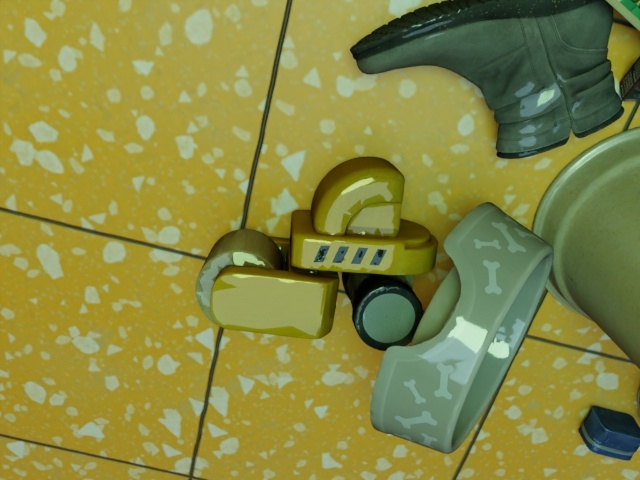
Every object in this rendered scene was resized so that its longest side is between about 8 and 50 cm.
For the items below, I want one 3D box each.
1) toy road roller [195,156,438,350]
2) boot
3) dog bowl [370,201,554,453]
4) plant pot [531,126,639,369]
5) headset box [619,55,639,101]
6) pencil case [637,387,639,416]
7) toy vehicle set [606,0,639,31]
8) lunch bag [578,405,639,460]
[{"bbox_3d":[0.000,0.000,0.859,0.330,0.202,0.240,4,104,-4],"label":"toy road roller"},{"bbox_3d":[0.222,-0.202,0.783,0.338,0.118,0.222,-12,116,8],"label":"boot"},{"bbox_3d":[0.202,0.127,0.819,0.102,0.349,0.348,27,119,25],"label":"dog bowl"},{"bbox_3d":[0.483,0.051,0.788,0.334,0.305,0.333,1,117,3],"label":"plant pot"},{"bbox_3d":[0.437,-0.212,0.792,0.062,0.083,0.032,0,73,4],"label":"headset box"},{"bbox_3d":[0.677,0.283,0.996,0.273,0.113,0.124,-7,122,8],"label":"pencil case"},{"bbox_3d":[0.408,-0.316,0.672,0.267,0.035,0.166,14,135,-38],"label":"toy vehicle set"},{"bbox_3d":[0.511,0.342,1.061,0.098,0.067,0.065,16,116,-6],"label":"lunch bag"}]
